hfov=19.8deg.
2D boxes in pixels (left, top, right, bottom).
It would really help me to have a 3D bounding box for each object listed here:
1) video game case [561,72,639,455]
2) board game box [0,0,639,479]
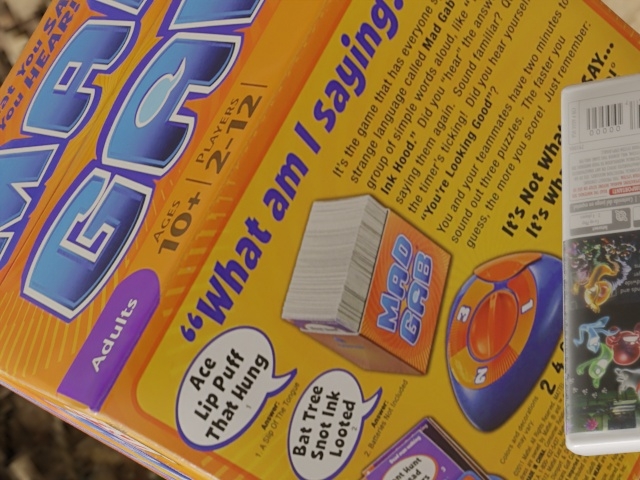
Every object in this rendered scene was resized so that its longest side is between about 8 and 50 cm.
[{"bbox_3d":[0.196,0.000,0.789,0.190,0.022,0.173,-8,69,27],"label":"video game case"},{"bbox_3d":[0.000,0.000,1.177,0.356,0.357,0.356,35,168,-31],"label":"board game box"}]
